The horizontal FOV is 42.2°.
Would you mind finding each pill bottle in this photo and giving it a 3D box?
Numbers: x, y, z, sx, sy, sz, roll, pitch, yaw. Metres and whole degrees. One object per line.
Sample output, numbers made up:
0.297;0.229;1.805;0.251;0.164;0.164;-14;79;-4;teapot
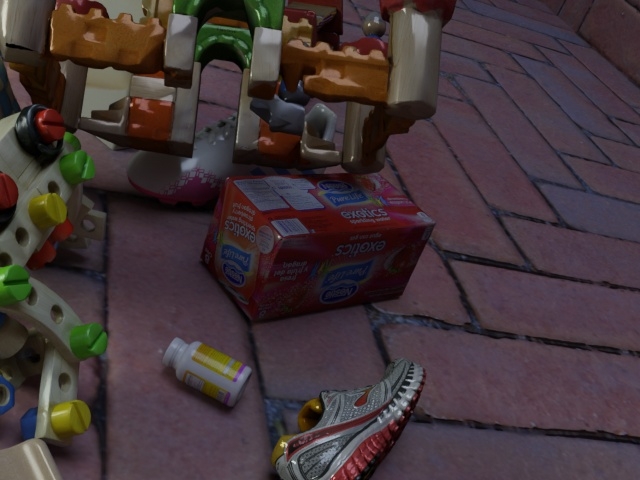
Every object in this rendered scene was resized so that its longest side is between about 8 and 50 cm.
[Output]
-0.113;0.128;0.822;0.083;0.043;0.043;27;30;5;pill bottle

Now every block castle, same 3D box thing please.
-0.102;-0.228;0.908;0.452;0.213;0.303;6;-12;-8;block castle

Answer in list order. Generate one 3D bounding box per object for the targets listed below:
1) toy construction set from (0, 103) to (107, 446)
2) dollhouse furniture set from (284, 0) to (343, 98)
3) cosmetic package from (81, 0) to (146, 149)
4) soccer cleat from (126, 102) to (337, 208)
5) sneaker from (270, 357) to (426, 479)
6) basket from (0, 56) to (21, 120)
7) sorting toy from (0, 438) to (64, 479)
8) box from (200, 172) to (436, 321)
-0.264;0.009;0.763;0.151;0.215;0.328;-23;33;9;toy construction set
-0.156;-0.392;1.560;0.373;0.152;0.201;11;28;14;dollhouse furniture set
-0.257;-0.300;1.140;0.160;0.310;0.113;37;32;24;cosmetic package
-0.113;-0.136;1.143;0.331;0.143;0.116;-11;44;-44;soccer cleat
0.034;0.171;0.813;0.092;0.088;0.225;31;31;16;sneaker
-0.448;-0.085;0.805;0.254;0.201;0.289;32;59;11;basket
-0.260;0.237;0.562;0.208;0.038;0.193;-10;44;-37;sorting toy
0.000;0.000;1.023;0.256;0.123;0.128;-6;40;-41;box
